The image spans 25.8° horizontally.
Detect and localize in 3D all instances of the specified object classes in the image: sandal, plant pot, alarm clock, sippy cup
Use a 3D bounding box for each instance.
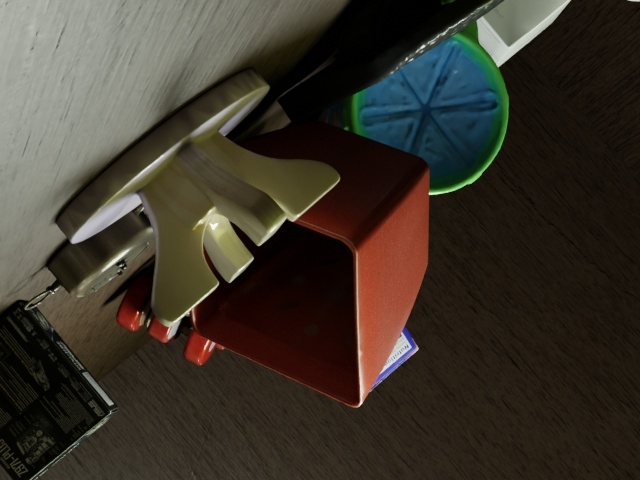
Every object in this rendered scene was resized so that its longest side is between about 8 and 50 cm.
[{"bbox_3d":[0.085,-0.262,1.657,0.446,0.107,0.167,-24,-169,46],"label":"sandal"},{"bbox_3d":[0.000,0.000,1.759,0.236,0.267,0.267,-44,144,-39],"label":"plant pot"},{"bbox_3d":[-0.271,0.025,1.655,0.192,0.064,0.129,-37,177,-9],"label":"alarm clock"},{"bbox_3d":[0.116,-0.183,1.981,0.305,0.240,0.224,-34,-168,-12],"label":"sippy cup"}]

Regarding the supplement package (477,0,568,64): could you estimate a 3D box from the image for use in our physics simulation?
[{"bbox_3d":[0.278,-0.362,2.118,0.134,0.139,0.244,-39,179,-1],"label":"supplement package"}]

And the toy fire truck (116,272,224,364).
[{"bbox_3d":[-0.207,0.057,2.409,0.254,0.169,0.302,-66,172,13],"label":"toy fire truck"}]

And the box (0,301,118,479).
[{"bbox_3d":[-0.365,0.190,1.733,0.147,0.180,0.077,-40,178,-3],"label":"box"}]

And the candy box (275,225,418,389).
[{"bbox_3d":[-0.027,0.055,2.062,0.122,0.317,0.268,-37,-163,-17],"label":"candy box"}]

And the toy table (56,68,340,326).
[{"bbox_3d":[-0.124,-0.043,1.497,0.274,0.161,0.252,-41,178,-8],"label":"toy table"}]

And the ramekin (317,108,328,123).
[{"bbox_3d":[0.032,-0.102,2.218,0.273,0.127,0.273,-158,-90,-83],"label":"ramekin"}]
